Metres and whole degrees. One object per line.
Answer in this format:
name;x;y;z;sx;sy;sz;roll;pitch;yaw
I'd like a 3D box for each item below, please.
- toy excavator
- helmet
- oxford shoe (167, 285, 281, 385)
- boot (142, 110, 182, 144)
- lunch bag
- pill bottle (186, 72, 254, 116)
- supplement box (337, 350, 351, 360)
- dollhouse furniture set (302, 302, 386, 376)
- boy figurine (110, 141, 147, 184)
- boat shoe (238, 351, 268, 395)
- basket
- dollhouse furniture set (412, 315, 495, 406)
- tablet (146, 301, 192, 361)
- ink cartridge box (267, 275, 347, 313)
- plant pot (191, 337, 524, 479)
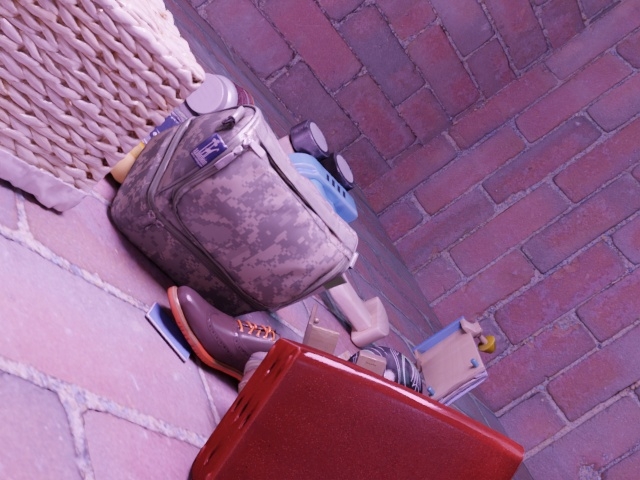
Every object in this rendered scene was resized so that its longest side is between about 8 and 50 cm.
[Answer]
toy excavator;0.000;0.000;1.961;0.433;0.222;0.446;43;29;-48
helmet;0.114;0.284;1.541;0.169;0.169;0.162;48;53;-32
oxford shoe;-0.114;0.140;1.153;0.271;0.098;0.097;49;11;-37
boot;-0.278;-0.174;1.480;0.190;0.086;0.069;54;10;-1
lunch bag;-0.116;-0.045;1.191;0.305;0.255;0.213;50;41;-31
pill bottle;-0.258;-0.358;2.062;0.121;0.121;0.221;56;10;9
supplement box;0.052;0.269;1.671;0.062;0.036;0.098;55;11;8
dollhouse furniture set;0.035;0.218;1.462;0.151;0.144;0.123;17;13;0
boy figurine;-0.309;-0.154;1.280;0.285;0.092;0.177;47;15;-48
boat shoe;-0.028;0.293;1.093;0.324;0.123;0.116;58;41;-31
basket;-0.359;-0.275;0.963;0.328;0.266;0.331;60;10;32
dollhouse furniture set;0.272;0.353;1.646;0.198;0.303;0.286;50;11;-17
tablet;-0.204;0.123;1.084;0.083;0.006;0.054;53;10;-11
ink cartridge box;-0.064;0.029;1.438;0.171;0.235;0.056;53;46;-11
plant pot;0.007;0.248;0.859;0.235;0.267;0.267;35;-8;-6
